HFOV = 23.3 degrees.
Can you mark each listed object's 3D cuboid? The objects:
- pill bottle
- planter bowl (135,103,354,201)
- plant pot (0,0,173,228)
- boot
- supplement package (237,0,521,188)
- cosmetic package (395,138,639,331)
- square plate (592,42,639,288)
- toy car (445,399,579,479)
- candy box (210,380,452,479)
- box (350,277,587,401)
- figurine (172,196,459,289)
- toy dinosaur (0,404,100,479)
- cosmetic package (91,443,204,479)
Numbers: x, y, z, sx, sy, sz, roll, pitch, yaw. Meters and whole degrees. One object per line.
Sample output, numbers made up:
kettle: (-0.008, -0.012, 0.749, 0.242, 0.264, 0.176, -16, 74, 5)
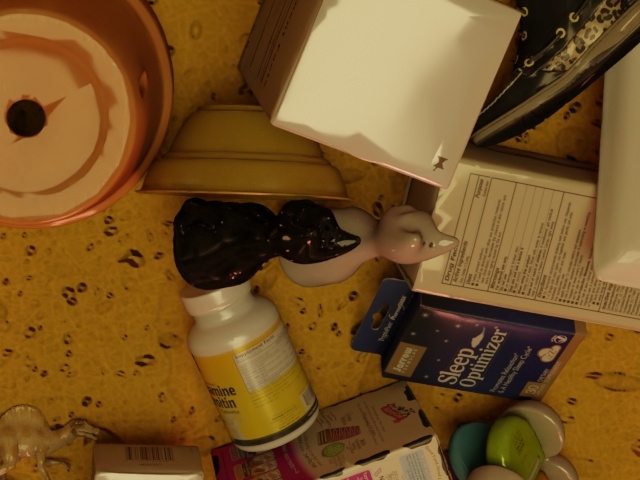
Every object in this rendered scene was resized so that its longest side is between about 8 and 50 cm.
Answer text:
pill bottle: (-0.079, 0.122, 1.637, 0.103, 0.103, 0.184, -24, 108, -2)
planter bowl: (-0.073, -0.087, 1.534, 0.217, 0.217, 0.090, 3, 90, -10)
plant pot: (-0.278, -0.134, 1.482, 0.291, 0.203, 0.291, -3, 107, -9)
boot: (0.210, -0.225, 1.581, 0.236, 0.085, 0.178, -39, 79, 12)
supplement package: (0.045, -0.187, 1.471, 0.177, 0.293, 0.175, 20, 102, -15)
cosmetic package: (0.240, -0.008, 1.639, 0.296, 0.129, 0.153, 12, 105, -13)
square plate: (0.456, -0.096, 1.602, 0.347, 0.049, 0.344, 11, 71, -12)
toy car: (0.197, 0.270, 1.713, 0.136, 0.159, 0.182, 1, 127, 31)
candy box: (0.009, 0.244, 1.657, 0.233, 0.159, 0.071, -20, 109, -2)
box: (0.156, 0.110, 1.673, 0.225, 0.036, 0.136, 11, 139, -11)
figurine: (0.000, 0.000, 1.519, 0.215, 0.209, 0.092, 1, 87, -40)
toy dinosaur: (-0.332, 0.222, 1.661, 0.183, 0.053, 0.093, 3, 90, -18)
cosmetic package: (-0.190, 0.334, 1.642, 0.117, 0.085, 0.231, 2, 105, -9)
